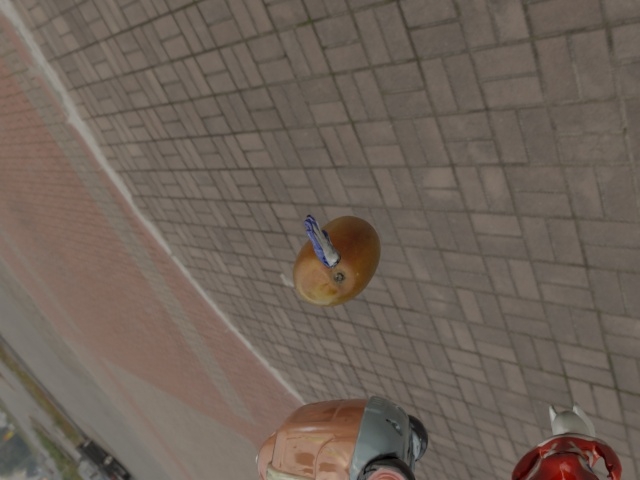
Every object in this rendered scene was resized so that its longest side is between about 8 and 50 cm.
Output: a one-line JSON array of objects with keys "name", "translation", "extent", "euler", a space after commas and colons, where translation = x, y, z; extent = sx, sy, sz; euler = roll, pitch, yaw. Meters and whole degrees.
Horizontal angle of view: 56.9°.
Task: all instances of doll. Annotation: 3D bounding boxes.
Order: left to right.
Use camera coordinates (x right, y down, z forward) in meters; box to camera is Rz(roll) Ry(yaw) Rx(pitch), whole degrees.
[{"name": "doll", "translation": [0.444, 0.405, 1.068], "extent": [0.188, 0.384, 0.099], "euler": [-15, 94, 29]}]

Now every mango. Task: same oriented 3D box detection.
[{"name": "mango", "translation": [0.035, 0.028, 1.036], "extent": [0.151, 0.221, 0.120], "euler": [-22, 110, 34]}]

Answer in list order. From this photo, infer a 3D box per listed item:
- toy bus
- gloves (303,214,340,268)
[{"name": "toy bus", "translation": [0.023, 0.350, 0.781], "extent": [0.231, 0.194, 0.288], "euler": [4, 93, 12]}, {"name": "gloves", "translation": [0.000, 0.000, 0.892], "extent": [0.026, 0.064, 0.086], "euler": [-31, 104, 15]}]
